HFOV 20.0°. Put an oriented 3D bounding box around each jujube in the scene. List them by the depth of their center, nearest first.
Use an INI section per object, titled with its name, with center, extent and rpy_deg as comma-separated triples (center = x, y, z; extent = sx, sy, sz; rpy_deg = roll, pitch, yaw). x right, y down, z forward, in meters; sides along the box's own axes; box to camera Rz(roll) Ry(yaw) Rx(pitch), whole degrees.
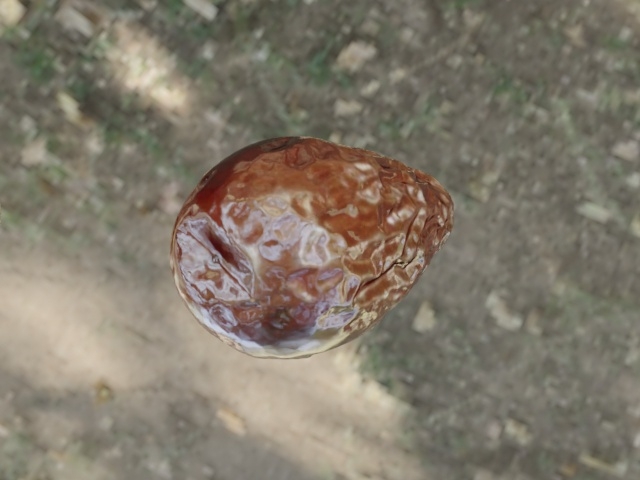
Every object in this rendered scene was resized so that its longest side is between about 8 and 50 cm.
[jujube]
center = 0.000, 0.000, 1.354
extent = 0.168, 0.236, 0.168
rpy_deg = 12, 109, 40
